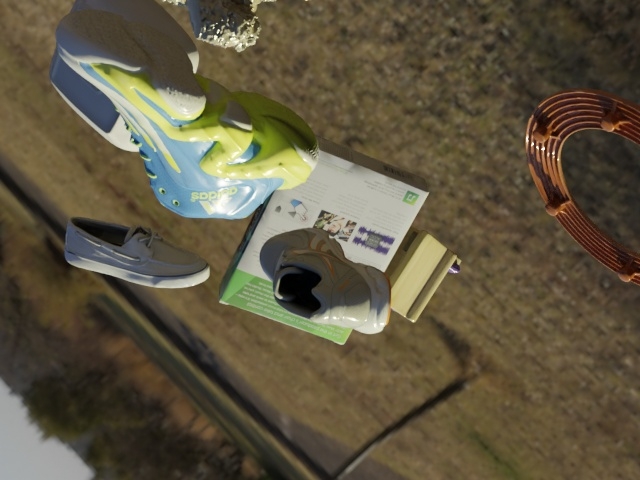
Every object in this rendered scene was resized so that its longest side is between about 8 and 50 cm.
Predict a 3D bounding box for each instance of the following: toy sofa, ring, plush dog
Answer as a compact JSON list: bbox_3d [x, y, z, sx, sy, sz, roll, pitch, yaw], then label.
[{"bbox_3d":[0.076,0.006,2.116,0.363,0.150,0.177,32,178,38],"label":"toy sofa"},{"bbox_3d":[0.399,-0.054,1.496,0.336,0.032,0.336,40,156,22],"label":"ring"},{"bbox_3d":[-0.107,-0.422,1.666,0.262,0.225,0.210,48,141,45],"label":"plush dog"}]

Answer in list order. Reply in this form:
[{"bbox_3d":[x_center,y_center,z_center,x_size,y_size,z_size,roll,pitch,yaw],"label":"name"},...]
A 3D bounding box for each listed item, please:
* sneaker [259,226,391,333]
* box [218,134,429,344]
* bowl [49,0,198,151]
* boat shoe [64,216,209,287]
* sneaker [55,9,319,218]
[{"bbox_3d":[-0.024,0.042,1.437,0.121,0.099,0.262,4,-169,-34],"label":"sneaker"},{"bbox_3d":[0.000,0.000,1.833,0.232,0.322,0.058,21,-155,-15],"label":"box"},{"bbox_3d":[-0.195,-0.163,1.062,0.142,0.053,0.142,43,126,13],"label":"bowl"},{"bbox_3d":[-0.315,0.016,1.926,0.095,0.258,0.084,-75,-8,-60],"label":"boat shoe"},{"bbox_3d":[-0.121,-0.082,0.899,0.240,0.126,0.091,27,-151,-28],"label":"sneaker"}]
